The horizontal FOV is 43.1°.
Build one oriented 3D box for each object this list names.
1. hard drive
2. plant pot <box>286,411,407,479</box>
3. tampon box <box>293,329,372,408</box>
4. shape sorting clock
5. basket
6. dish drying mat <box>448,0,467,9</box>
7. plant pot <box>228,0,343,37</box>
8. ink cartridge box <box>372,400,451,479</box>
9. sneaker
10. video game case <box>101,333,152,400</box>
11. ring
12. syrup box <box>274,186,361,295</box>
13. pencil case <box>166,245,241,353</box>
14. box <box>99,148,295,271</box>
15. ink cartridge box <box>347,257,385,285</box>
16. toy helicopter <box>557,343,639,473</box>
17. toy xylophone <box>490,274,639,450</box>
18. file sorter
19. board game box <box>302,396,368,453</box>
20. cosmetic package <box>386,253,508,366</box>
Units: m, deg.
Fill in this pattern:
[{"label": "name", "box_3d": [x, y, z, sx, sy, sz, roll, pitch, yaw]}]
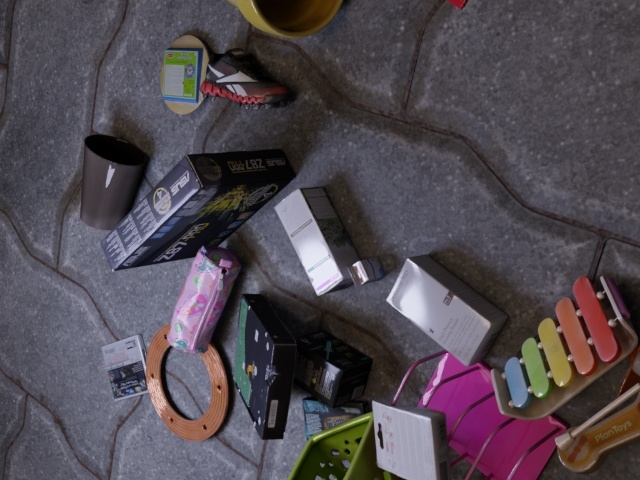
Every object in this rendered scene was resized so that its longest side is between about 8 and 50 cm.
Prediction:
[{"label": "hard drive", "box_3d": [-0.138, 0.289, 1.924, 0.339, 0.064, 0.237, -141, 57, -66]}, {"label": "plant pot", "box_3d": [0.076, 0.543, 1.770, 0.227, 0.228, 0.207, -31, 106, 37]}, {"label": "tampon box", "box_3d": [0.015, 0.293, 1.868, 0.161, 0.120, 0.102, 27, 112, 34]}, {"label": "shape sorting clock", "box_3d": [-0.354, -0.435, 2.128, 0.206, 0.040, 0.206, 6, 99, 43]}, {"label": "basket", "box_3d": [-0.603, -0.158, 2.304, 0.204, 0.154, 0.227, 36, 120, 32]}, {"label": "dish drying mat", "box_3d": [0.263, -0.501, 1.636, 0.083, 0.008, 0.032, 46, 121, 27]}, {"label": "plant pot", "box_3d": [-0.108, -0.589, 1.792, 0.239, 0.254, 0.254, 30, 115, 50]}, {"label": "ink cartridge box", "box_3d": [0.176, 0.393, 1.577, 0.179, 0.045, 0.146, 4, 101, 57]}, {"label": "sneaker", "box_3d": [-0.183, -0.392, 1.956, 0.276, 0.097, 0.135, 21, 111, 37]}, {"label": "video game case", "box_3d": [-0.578, 0.383, 2.431, 0.190, 0.022, 0.173, -20, 82, 38]}, {"label": "ring", "box_3d": [-0.369, 0.390, 2.254, 0.336, 0.032, 0.337, 6, 99, 40]}, {"label": "syrup box", "box_3d": [0.000, 0.000, 1.860, 0.096, 0.093, 0.237, -36, 73, 36]}, {"label": "pencil case", "box_3d": [-0.301, 0.152, 2.090, 0.124, 0.124, 0.284, 35, 109, 31]}, {"label": "box", "box_3d": [-0.296, -0.075, 1.949, 0.395, 0.318, 0.097, -37, 72, 35]}, {"label": "ink cartridge box", "box_3d": [0.102, 0.069, 1.791, 0.028, 0.083, 0.048, -34, 74, 37]}, {"label": "toy helicopter", "box_3d": [0.561, 0.287, 1.402, 0.355, 0.140, 0.235, -36, 50, 25]}, {"label": "toy xylophone", "box_3d": [0.453, 0.224, 1.462, 0.323, 0.081, 0.236, -53, 23, 23]}, {"label": "file sorter", "box_3d": [0.293, 0.380, 1.611, 0.290, 0.182, 0.202, 36, 117, 30]}, {"label": "board game box", "box_3d": [0.039, 0.440, 1.928, 0.186, 0.026, 0.126, -4, 92, 40]}, {"label": "cosmetic package", "box_3d": [0.258, 0.140, 1.673, 0.231, 0.085, 0.117, 37, 117, 29]}]
